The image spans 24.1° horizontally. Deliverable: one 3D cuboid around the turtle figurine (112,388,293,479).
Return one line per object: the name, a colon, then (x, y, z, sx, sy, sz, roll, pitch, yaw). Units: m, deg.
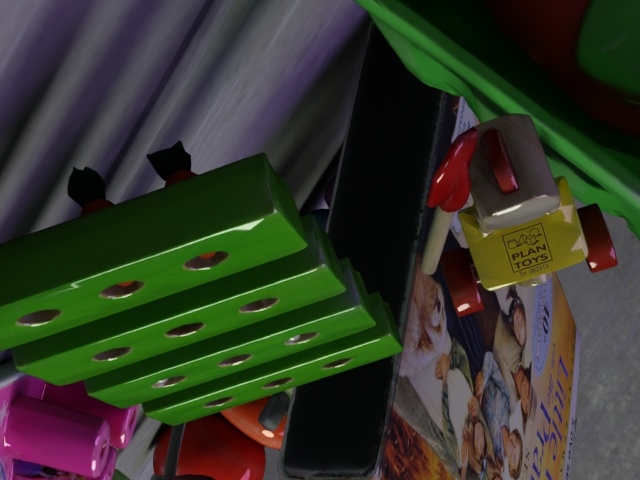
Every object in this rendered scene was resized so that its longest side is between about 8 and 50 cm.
turtle figurine: (-0.078, 0.145, 0.961, 0.198, 0.274, 0.266, -11, 178, 37)

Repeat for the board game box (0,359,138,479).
board game box: (-0.170, 0.252, 0.482, 0.390, 0.050, 0.389, -27, 131, -80)

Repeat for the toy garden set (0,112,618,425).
toy garden set: (0.000, 0.000, 0.534, 0.204, 0.049, 0.244, -19, 164, 6)

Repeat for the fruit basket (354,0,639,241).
fruit basket: (0.203, -0.173, 0.545, 0.392, 0.283, 0.392, -50, 170, -12)

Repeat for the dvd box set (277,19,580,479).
dvd box set: (0.094, 0.099, 0.990, 0.420, 0.062, 0.307, 59, 37, -52)

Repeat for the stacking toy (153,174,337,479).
stacking toy: (-0.011, 0.083, 1.180, 0.330, 0.141, 0.141, -52, 175, 3)
